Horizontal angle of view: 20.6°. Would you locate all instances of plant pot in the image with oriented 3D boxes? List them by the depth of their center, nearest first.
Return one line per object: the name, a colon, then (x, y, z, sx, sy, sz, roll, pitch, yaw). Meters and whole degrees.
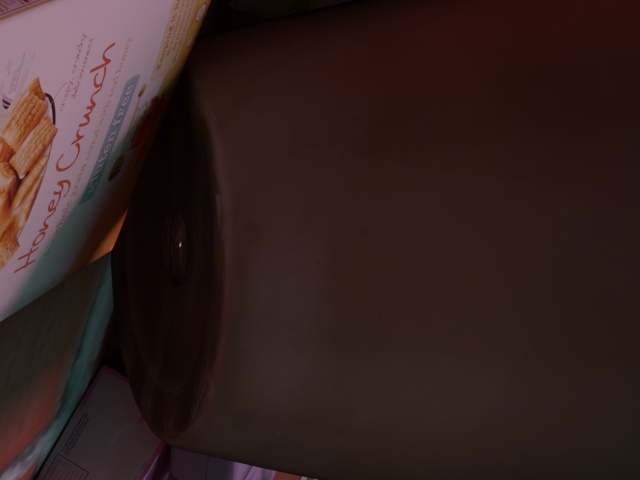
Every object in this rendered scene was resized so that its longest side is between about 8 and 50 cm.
plant pot: (0.053, 0.002, 0.880, 0.323, 0.280, 0.323, 179, -90, -68)

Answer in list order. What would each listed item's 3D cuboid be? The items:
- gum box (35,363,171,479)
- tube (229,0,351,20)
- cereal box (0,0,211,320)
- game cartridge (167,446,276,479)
gum box: (-0.148, 0.175, 1.147, 0.188, 0.062, 0.107, -59, 169, 2)
tube: (0.006, -0.144, 1.001, 0.240, 0.062, 0.070, 26, 54, -75)
cereal box: (-0.130, -0.035, 0.689, 0.240, 0.047, 0.173, -41, 159, -59)
game cartridge: (0.000, 0.000, 1.173, 0.355, 0.068, 0.230, -57, 166, -50)
